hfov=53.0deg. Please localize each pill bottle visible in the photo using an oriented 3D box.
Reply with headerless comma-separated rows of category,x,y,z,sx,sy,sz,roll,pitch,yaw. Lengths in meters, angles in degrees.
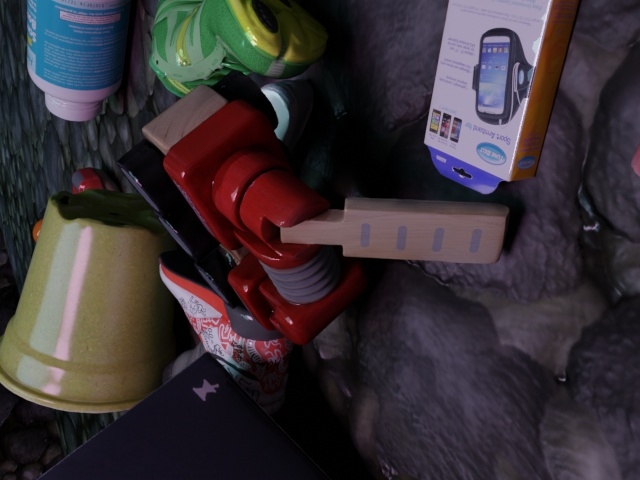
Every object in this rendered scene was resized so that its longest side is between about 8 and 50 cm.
pill bottle,-0.377,-0.318,0.999,0.146,0.146,0.264,57,141,32

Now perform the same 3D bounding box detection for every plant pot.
plant pot,-0.318,0.067,0.945,0.276,0.276,0.253,34,114,49

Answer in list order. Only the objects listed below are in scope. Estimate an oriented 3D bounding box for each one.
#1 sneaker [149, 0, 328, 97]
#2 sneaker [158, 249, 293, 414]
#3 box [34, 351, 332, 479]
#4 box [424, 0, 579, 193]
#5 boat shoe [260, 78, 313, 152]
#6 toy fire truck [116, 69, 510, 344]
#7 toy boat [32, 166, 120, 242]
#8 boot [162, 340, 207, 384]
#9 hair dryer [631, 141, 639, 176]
sneaker,-0.088,-0.181,0.603,0.295,0.110,0.123,41,109,56
sneaker,-0.126,0.107,0.776,0.270,0.090,0.144,24,116,50
box,-0.133,0.363,0.667,0.293,0.212,0.395,42,137,14
box,0.109,-0.100,0.408,0.081,0.028,0.136,38,132,47
boat shoe,-0.059,-0.087,0.644,0.066,0.063,0.184,39,133,14
toy fire truck,0.000,0.000,0.496,0.246,0.158,0.217,39,163,36
toy boat,-0.461,-0.018,1.211,0.151,0.151,0.230,37,128,48
boot,-0.134,0.243,0.844,0.161,0.084,0.246,-39,68,48
hair dryer,0.221,-0.080,0.187,0.294,0.080,0.223,-22,81,58
